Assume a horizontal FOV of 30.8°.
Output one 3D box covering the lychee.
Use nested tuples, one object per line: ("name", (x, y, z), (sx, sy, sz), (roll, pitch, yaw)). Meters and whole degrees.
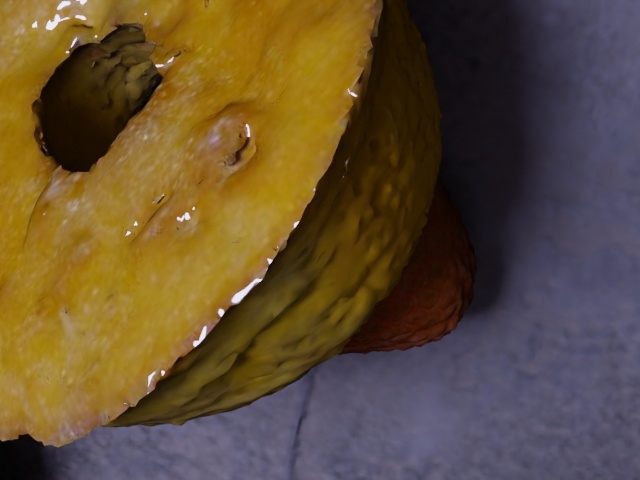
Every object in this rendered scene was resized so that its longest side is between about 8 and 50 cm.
("lychee", (0.004, 0.004, 0.549), (0.140, 0.101, 0.114), (18, 115, -16))

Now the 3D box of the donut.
("donut", (-0.068, -0.046, 0.494), (0.278, 0.108, 0.277), (-14, 66, 33))
